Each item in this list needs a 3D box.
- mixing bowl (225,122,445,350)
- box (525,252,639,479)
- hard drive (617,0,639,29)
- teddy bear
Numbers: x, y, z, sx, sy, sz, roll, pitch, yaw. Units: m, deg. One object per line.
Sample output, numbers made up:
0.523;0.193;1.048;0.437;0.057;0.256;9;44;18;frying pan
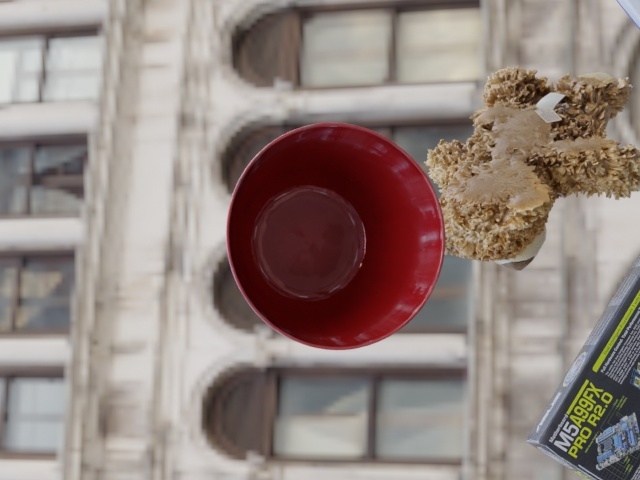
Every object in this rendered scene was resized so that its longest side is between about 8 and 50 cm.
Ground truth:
0.000;0.000;1.422;0.098;0.181;0.181;165;106;-73;mixing bowl
0.373;0.150;1.783;0.270;0.216;0.060;-58;1;-6;box
0.403;-0.241;1.636;0.319;0.210;0.040;47;-179;-19;hard drive
0.221;-0.078;1.841;0.338;0.245;0.113;-82;-15;-56;teddy bear
